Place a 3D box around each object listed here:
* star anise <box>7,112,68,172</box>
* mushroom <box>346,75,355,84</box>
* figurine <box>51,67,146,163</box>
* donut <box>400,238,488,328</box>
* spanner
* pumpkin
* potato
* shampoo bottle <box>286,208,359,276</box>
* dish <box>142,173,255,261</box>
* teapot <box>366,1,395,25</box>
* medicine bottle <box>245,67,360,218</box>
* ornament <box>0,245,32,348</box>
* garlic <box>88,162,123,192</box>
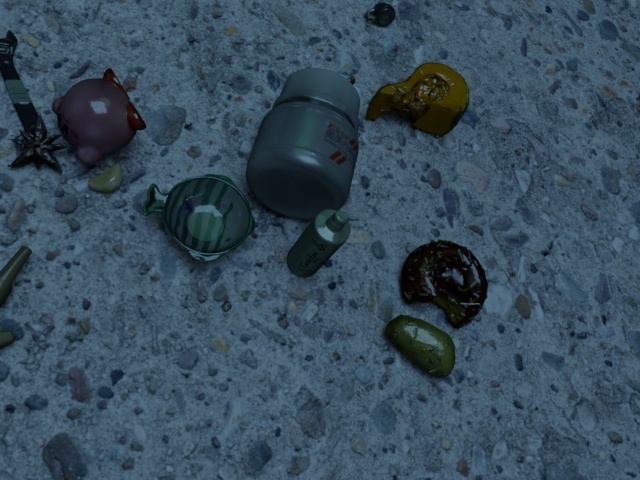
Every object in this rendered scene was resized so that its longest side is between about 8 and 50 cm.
[{"bbox_3d":[-0.619,-0.216,1.277,0.124,0.056,0.129,5,82,-13],"label":"star anise"},{"bbox_3d":[0.047,-0.393,1.587,0.130,0.073,0.088,-34,64,5],"label":"mushroom"},{"bbox_3d":[-0.494,-0.272,1.291,0.173,0.173,0.173,8,65,-17],"label":"figurine"},{"bbox_3d":[0.323,0.099,1.462,0.230,0.096,0.216,37,61,-1],"label":"donut"},{"bbox_3d":[-0.699,-0.364,1.339,0.087,0.024,0.315,-22,76,-32],"label":"spanner"},{"bbox_3d":[0.283,-0.371,1.633,0.281,0.139,0.190,-34,81,-27],"label":"pumpkin"},{"bbox_3d":[0.239,0.244,1.378,0.188,0.085,0.105,32,82,0],"label":"potato"},{"bbox_3d":[0.000,0.000,1.293,0.085,0.262,0.085,8,65,-17],"label":"shampoo bottle"},{"bbox_3d":[-0.274,-0.048,1.321,0.246,0.078,0.224,15,63,-14],"label":"dish"},{"bbox_3d":[0.182,-0.696,1.787,0.088,0.066,0.057,-14,51,-2],"label":"teapot"},{"bbox_3d":[-0.029,-0.233,1.395,0.245,0.245,0.306,19,62,-11],"label":"medicine bottle"},{"bbox_3d":[-0.669,0.098,1.124,0.230,0.061,0.244,28,60,-9],"label":"ornament"},{"bbox_3d":[-0.478,-0.136,1.310,0.083,0.041,0.053,-33,77,-21],"label":"garlic"}]
